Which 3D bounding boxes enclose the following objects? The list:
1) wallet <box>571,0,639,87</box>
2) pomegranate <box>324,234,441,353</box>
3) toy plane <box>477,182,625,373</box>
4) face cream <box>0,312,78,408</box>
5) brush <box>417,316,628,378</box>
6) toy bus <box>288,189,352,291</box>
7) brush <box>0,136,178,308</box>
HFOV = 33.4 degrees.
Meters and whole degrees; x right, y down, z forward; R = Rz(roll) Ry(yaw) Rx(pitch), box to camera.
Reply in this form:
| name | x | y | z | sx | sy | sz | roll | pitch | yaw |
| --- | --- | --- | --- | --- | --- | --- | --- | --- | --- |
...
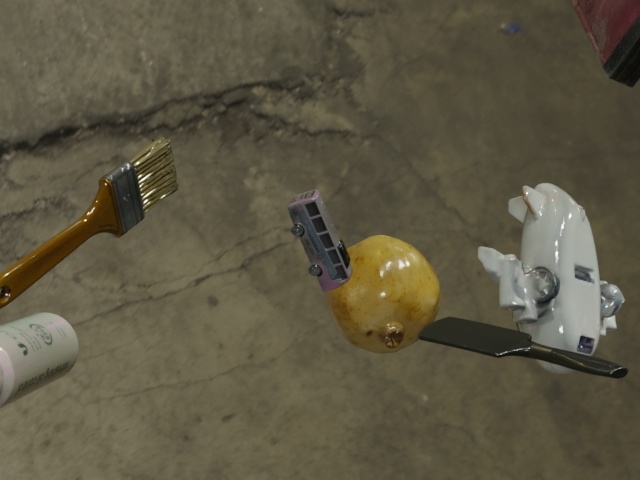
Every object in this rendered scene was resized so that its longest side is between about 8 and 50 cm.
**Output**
| name | x | y | z | sx | sy | sz | roll | pitch | yaw |
| --- | --- | --- | --- | --- | --- | --- | --- | --- | --- |
| wallet | 0.209 | -0.206 | 0.566 | 0.025 | 0.232 | 0.119 | 15 | 41 | -19 |
| pomegranate | 0.098 | 0.091 | 1.668 | 0.196 | 0.196 | 0.196 | 10 | 66 | -24 |
| toy plane | 0.285 | 0.045 | 1.324 | 0.245 | 0.117 | 0.244 | 15 | 69 | -41 |
| face cream | -0.369 | 0.143 | 1.211 | 0.092 | 0.311 | 0.092 | 0 | 93 | 8 |
| brush | 0.179 | 0.097 | 0.953 | 0.063 | 0.193 | 0.016 | -23 | 115 | -48 |
| toy bus | 0.000 | 0.000 | 1.366 | 0.037 | 0.052 | 0.130 | -72 | 142 | -64 |
| brush | -0.140 | -0.008 | 0.632 | 0.014 | 0.043 | 0.170 | 15 | 39 | 28 |
